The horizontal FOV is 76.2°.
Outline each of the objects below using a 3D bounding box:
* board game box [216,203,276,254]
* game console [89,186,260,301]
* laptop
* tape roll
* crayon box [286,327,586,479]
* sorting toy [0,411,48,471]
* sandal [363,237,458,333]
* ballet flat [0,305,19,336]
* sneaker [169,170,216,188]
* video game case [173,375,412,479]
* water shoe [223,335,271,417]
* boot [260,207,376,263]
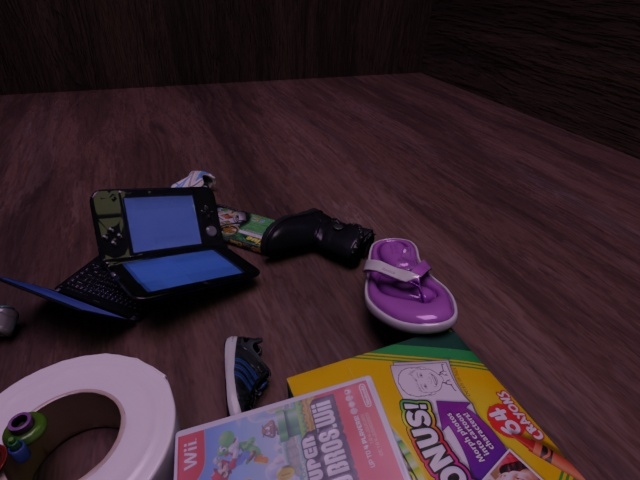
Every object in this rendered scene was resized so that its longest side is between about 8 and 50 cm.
[{"bbox_3d":[-0.229,-0.037,1.132,0.260,0.030,0.136,16,34,19],"label":"board game box"},{"bbox_3d":[-0.313,-0.011,0.903,0.293,0.250,0.173,-10,-3,-45],"label":"game console"},{"bbox_3d":[-0.467,0.070,0.859,0.234,0.136,0.264,15,39,16],"label":"laptop"},{"bbox_3d":[-0.341,0.300,0.571,0.286,0.100,0.286,2,34,-1],"label":"tape roll"},{"bbox_3d":[0.157,0.317,0.577,0.313,0.106,0.363,-11,37,-20],"label":"crayon box"},{"bbox_3d":[-0.395,0.251,0.511,0.061,0.042,0.102,14,36,15],"label":"sorting toy"},{"bbox_3d":[0.166,0.062,0.883,0.169,0.102,0.416,-9,20,0],"label":"sandal"},{"bbox_3d":[-0.692,0.165,0.771,0.213,0.072,0.068,-4,65,-5],"label":"ballet flat"},{"bbox_3d":[-0.387,-0.144,1.225,0.086,0.085,0.237,4,35,10],"label":"sneaker"},{"bbox_3d":[-0.039,0.296,0.507,0.285,0.025,0.204,-15,39,-6],"label":"video game case"},{"bbox_3d":[-0.123,0.239,0.700,0.080,0.073,0.203,-3,35,-14],"label":"water shoe"},{"bbox_3d":[0.000,0.000,1.036,0.207,0.094,0.246,23,33,32],"label":"boot"}]
